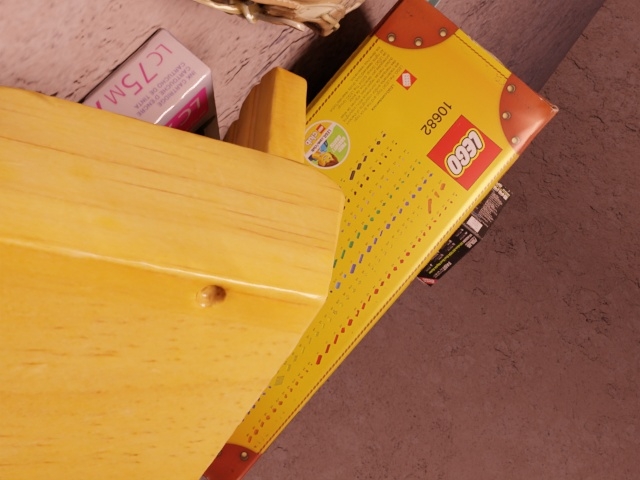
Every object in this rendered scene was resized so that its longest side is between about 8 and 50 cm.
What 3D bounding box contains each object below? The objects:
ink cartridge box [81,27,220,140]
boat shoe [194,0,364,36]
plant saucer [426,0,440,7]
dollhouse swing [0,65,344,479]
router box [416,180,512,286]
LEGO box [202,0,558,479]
[{"bbox_3d":[-0.164,-0.030,0.820,0.186,0.065,0.311,-46,172,-15],"label":"ink cartridge box"},{"bbox_3d":[-0.021,-0.188,0.707,0.089,0.104,0.285,-56,169,21],"label":"boat shoe"},{"bbox_3d":[0.156,-0.330,1.205,0.192,0.018,0.067,-51,170,18],"label":"plant saucer"},{"bbox_3d":[-0.180,0.028,0.645,0.315,0.305,0.347,13,130,-28],"label":"dollhouse swing"},{"bbox_3d":[0.162,-0.010,1.121,0.092,0.038,0.122,-51,180,-39],"label":"router box"},{"bbox_3d":[0.000,0.000,1.099,0.500,0.193,0.372,-49,180,2],"label":"LEGO box"}]
